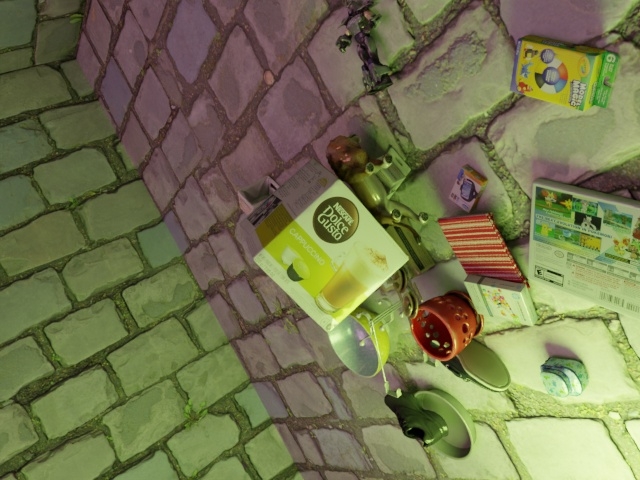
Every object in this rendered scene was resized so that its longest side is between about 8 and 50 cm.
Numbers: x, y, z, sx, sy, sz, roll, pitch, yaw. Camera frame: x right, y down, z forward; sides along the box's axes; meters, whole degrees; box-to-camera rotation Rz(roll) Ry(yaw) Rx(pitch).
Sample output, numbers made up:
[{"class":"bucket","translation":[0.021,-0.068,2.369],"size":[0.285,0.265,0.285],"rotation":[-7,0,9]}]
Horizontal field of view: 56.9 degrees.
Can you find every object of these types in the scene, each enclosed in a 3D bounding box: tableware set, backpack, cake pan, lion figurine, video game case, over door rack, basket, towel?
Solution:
[{"class":"tableware set","translation":[0.262,0.166,1.888],"size":[0.194,0.039,0.128],"rotation":[-107,22,-47]},{"class":"backpack","translation":[0.689,0.392,1.672],"size":[0.114,0.084,0.105],"rotation":[-10,107,53]},{"class":"cake pan","translation":[0.464,0.680,2.214],"size":[0.293,0.054,0.293],"rotation":[33,138,37]},{"class":"lion figurine","translation":[0.163,-0.155,1.838],"size":[0.240,0.142,0.392],"rotation":[-1,119,62]},{"class":"video game case","translation":[0.674,0.019,1.469],"size":[0.329,0.036,0.300],"rotation":[24,132,45]},{"class":"over door rack","translation":[0.262,0.351,2.083],"size":[0.108,0.239,0.324],"rotation":[-9,105,53]},{"class":"basket","translation":[-0.252,-0.175,2.479],"size":[0.113,0.167,0.103],"rotation":[45,148,25]},{"class":"towel","translation":[0.471,0.038,1.710],"size":[0.199,0.031,0.275],"rotation":[-6,121,55]}]

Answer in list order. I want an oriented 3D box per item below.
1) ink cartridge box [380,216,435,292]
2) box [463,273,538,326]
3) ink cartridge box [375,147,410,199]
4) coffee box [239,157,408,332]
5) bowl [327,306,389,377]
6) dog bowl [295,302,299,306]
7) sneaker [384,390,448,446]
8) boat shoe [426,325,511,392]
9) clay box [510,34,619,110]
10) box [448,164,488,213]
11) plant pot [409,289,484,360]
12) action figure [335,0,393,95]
[{"class":"ink cartridge box","translation":[0.252,0.053,2.023],"size":[0.193,0.088,0.235],"rotation":[58,147,5]},{"class":"box","translation":[0.528,0.174,1.732],"size":[0.186,0.038,0.145],"rotation":[9,138,46]},{"class":"ink cartridge box","translation":[0.205,-0.204,1.923],"size":[0.104,0.061,0.181],"rotation":[52,145,14]},{"class":"coffee box","translation":[0.000,0.000,1.811],"size":[0.337,0.334,0.338],"rotation":[47,-178,-22]},{"class":"bowl","translation":[0.174,0.366,2.291],"size":[0.289,0.156,0.289],"rotation":[33,137,36]},{"class":"dog bowl","translation":[-0.040,0.036,2.193],"size":[0.408,0.150,0.408],"rotation":[-8,-90,-88]},{"class":"sneaker","translation":[0.335,0.664,2.213],"size":[0.286,0.130,0.109],"rotation":[23,132,46]},{"class":"boat shoe","translation":[0.473,0.400,1.937],"size":[0.340,0.127,0.113],"rotation":[32,139,38]},{"class":"clay box","translation":[0.547,-0.379,1.340],"size":[0.222,0.053,0.127],"rotation":[31,136,40]},{"class":"box","translation":[0.422,-0.142,1.705],"size":[0.081,0.028,0.136],"rotation":[43,141,27]},{"class":"plant pot","translation":[0.406,0.259,1.879],"size":[0.191,0.174,0.191],"rotation":[33,137,37]},{"class":"action figure","translation":[0.129,-0.577,1.731],"size":[0.185,0.099,0.285],"rotation":[-13,98,65]}]
